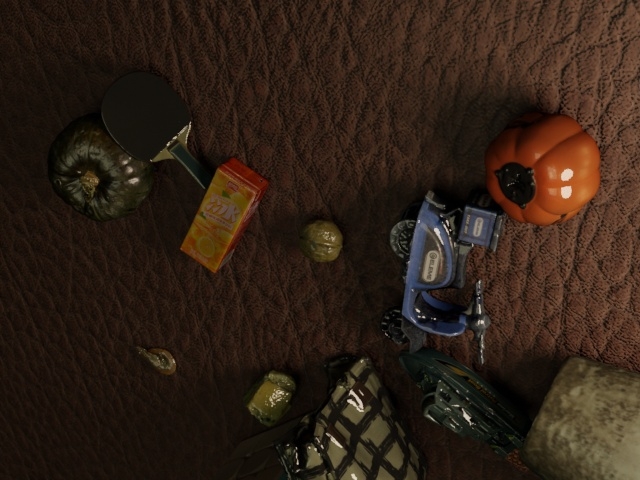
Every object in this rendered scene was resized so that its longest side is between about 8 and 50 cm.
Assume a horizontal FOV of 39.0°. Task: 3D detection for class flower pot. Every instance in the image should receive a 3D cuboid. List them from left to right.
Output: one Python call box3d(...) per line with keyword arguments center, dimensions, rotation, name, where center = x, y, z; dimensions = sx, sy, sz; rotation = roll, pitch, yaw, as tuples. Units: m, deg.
box3d(center=(0.540, 0.371, 1.589), dimensions=(0.330, 0.293, 0.293), rotation=(24, 123, 17), name="flower pot")

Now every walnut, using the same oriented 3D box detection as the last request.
box3d(center=(0.000, 0.000, 1.759), dimensions=(0.092, 0.092, 0.092), rotation=(11, 120, 19), name="walnut")

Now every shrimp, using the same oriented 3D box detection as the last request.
box3d(center=(-0.381, 0.270, 2.109), dimensions=(0.108, 0.023, 0.059), rotation=(39, 115, 2), name="shrimp")

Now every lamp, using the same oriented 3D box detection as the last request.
box3d(center=(0.369, -0.120, 1.482), dimensions=(0.188, 0.164, 0.187), rotation=(29, 131, 38), name="lamp")

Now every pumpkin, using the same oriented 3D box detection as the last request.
box3d(center=(-0.447, -0.146, 1.835), dimensions=(0.224, 0.157, 0.223), rotation=(5, 117, 11), name="pumpkin")

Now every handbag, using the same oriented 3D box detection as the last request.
box3d(center=(0.069, 0.444, 1.812), dimensions=(0.162, 0.325, 0.327), rotation=(-16, 109, 28), name="handbag")

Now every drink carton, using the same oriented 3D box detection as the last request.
box3d(center=(-0.195, -0.050, 1.825), dimensions=(0.096, 0.071, 0.223), rotation=(35, 125, 6), name="drink carton")

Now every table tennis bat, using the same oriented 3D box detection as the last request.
box3d(center=(-0.309, -0.208, 1.775), dimensions=(0.154, 0.021, 0.274), rotation=(-44, 105, -6), name="table tennis bat")

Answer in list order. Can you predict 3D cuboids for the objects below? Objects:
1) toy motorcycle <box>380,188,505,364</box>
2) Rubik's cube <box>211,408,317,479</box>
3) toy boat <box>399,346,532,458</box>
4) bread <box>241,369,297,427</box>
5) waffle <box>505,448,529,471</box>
box3d(center=(0.228, 0.072, 1.667), dimensions=(0.213, 0.125, 0.358), rotation=(15, 121, 14), name="toy motorcycle")
box3d(center=(-0.063, 0.593, 1.971), dimensions=(0.291, 0.291, 0.290), rotation=(-29, 101, 32), name="Rubik's cube")
box3d(center=(0.273, 0.313, 1.776), dimensions=(0.296, 0.122, 0.114), rotation=(37, 148, 6), name="toy boat")
box3d(center=(-0.105, 0.332, 1.977), dimensions=(0.103, 0.156, 0.110), rotation=(36, 92, -5), name="bread")
box3d(center=(0.407, 0.429, 1.832), dimensions=(0.083, 0.029, 0.075), rotation=(49, 124, -3), name="waffle")
